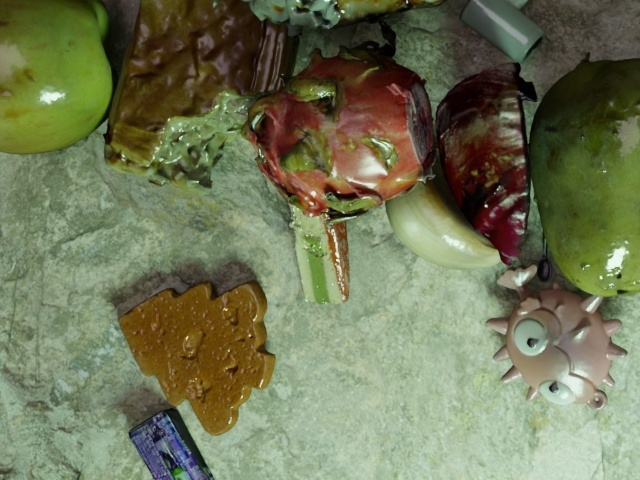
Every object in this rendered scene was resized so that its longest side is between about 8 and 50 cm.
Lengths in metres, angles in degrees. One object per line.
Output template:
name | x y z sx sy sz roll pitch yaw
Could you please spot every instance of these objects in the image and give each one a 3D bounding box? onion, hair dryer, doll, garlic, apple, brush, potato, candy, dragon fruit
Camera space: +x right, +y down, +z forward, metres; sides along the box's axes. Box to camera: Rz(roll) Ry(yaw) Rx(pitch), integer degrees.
onion | 0.245 -0.110 1.691 0.146 0.314 0.280 0 77 3
hair dryer | 0.350 -0.412 1.820 0.131 0.073 0.236 41 92 13
doll | 0.370 0.154 1.779 0.211 0.093 0.262 -28 84 22
garlic | 0.204 -0.040 1.831 0.164 0.145 0.245 -40 79 -19
apple | -0.501 -0.317 1.947 0.305 0.338 0.338 -8 87 13
brush | 0.365 0.027 1.827 0.024 0.008 0.083 3 90 21
potato | 0.432 -0.098 1.695 0.270 0.219 0.359 23 110 57
candy | -0.225 0.448 1.983 0.088 0.061 0.312 -33 81 13
dragon fruit | 0.021 -0.168 1.722 0.291 0.250 0.269 -4 114 23

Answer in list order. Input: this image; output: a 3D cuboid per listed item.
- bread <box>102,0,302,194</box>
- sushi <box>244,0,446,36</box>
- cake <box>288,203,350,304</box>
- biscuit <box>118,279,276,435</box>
bread | -0.183 -0.263 1.916 0.314 0.191 0.370 14 98 18
sushi | 0.030 -0.488 1.752 0.418 0.176 0.417 -2 48 2
cake | 0.005 -0.012 1.928 0.086 0.116 0.220 -1 121 20
biscuit | -0.221 0.183 1.996 0.306 0.043 0.284 19 96 19
